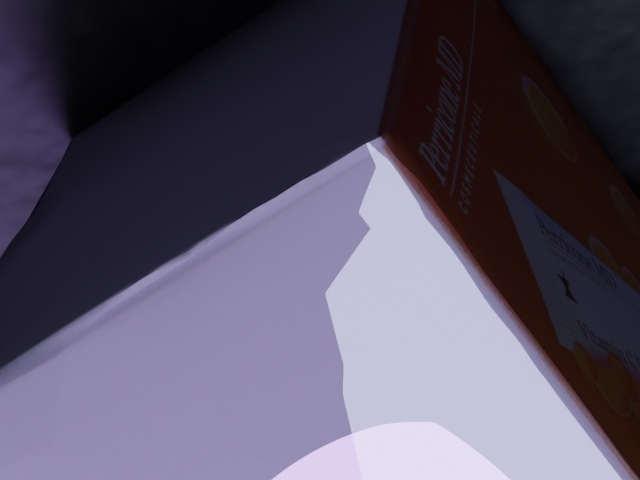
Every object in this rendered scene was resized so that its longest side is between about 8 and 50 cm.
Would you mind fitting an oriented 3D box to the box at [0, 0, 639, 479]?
[{"bbox_3d":[0.060,0.098,0.650,0.168,0.215,0.345,-32,108,20],"label":"box"}]
